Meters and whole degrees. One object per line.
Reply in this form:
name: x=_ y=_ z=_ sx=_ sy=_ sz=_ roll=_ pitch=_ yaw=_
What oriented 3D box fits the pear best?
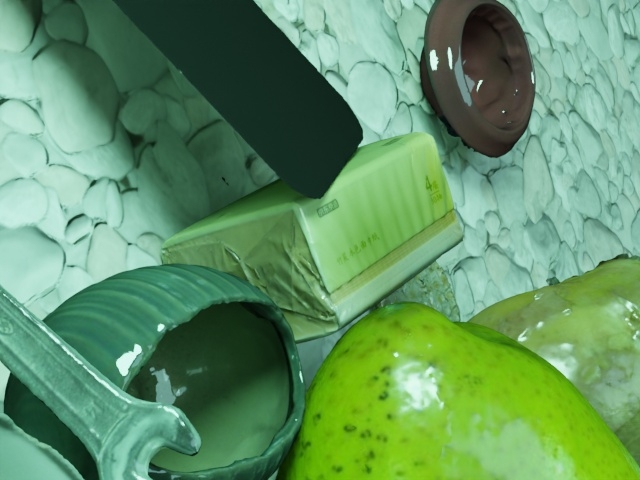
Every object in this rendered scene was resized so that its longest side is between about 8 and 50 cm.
pear: x=0.108 y=0.200 z=0.936 sx=0.343 sy=0.238 sz=0.317 roll=-18 pitch=96 yaw=-13

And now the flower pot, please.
flower pot: x=-0.117 y=0.113 z=0.852 sx=0.243 sy=0.157 sz=0.189 roll=-11 pitch=85 yaw=-52

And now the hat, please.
hat: x=0.173 y=-0.195 z=1.381 sx=0.205 sy=0.089 sz=0.205 roll=13 pitch=72 yaw=-46

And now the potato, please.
potato: x=0.208 y=0.168 z=1.172 sx=0.237 sy=0.301 sz=0.288 roll=-3 pitch=82 yaw=-33

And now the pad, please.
pad: x=-0.118 y=-0.192 z=0.993 sx=0.375 sy=0.063 sz=0.315 roll=48 pitch=24 yaw=-6

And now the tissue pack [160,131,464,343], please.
tissue pack: x=0.000 y=0.000 z=1.035 sx=0.234 sy=0.159 sz=0.125 roll=-30 pitch=102 yaw=-52

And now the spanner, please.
spanner: x=-0.198 y=0.057 z=0.742 sx=0.302 sy=0.017 sz=0.071 roll=39 pitch=73 yaw=11

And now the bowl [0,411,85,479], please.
bowl: x=-0.256 y=0.246 z=0.639 sx=0.313 sy=0.146 sz=0.313 roll=19 pitch=65 yaw=-47

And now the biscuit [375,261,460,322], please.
biscuit: x=0.104 y=0.077 z=1.255 sx=0.152 sy=0.020 sz=0.152 roll=21 pitch=62 yaw=-45
